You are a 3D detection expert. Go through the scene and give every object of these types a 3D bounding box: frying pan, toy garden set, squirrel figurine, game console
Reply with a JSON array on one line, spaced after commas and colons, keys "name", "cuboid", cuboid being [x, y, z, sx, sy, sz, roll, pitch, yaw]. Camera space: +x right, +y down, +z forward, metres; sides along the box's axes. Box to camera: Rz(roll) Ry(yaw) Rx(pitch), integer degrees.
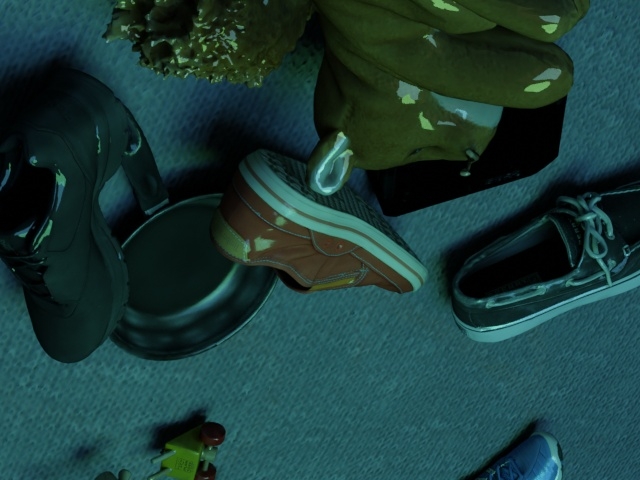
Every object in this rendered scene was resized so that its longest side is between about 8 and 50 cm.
[{"name": "frying pan", "cuboid": [-0.163, 0.004, 1.697, 0.197, 0.053, 0.326, -46, 136, 7]}, {"name": "toy garden set", "cuboid": [-0.204, 0.294, 1.899, 0.244, 0.049, 0.203, -18, 136, -37]}, {"name": "squirrel figurine", "cuboid": [0.029, -0.215, 1.516, 0.397, 0.281, 0.370, 14, 148, -4]}, {"name": "game console", "cuboid": [0.151, -0.190, 1.749, 0.213, 0.044, 0.361, -18, 134, -21]}]

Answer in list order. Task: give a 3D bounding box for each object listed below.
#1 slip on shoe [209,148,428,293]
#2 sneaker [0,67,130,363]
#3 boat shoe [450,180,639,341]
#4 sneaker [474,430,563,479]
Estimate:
[{"name": "slip on shoe", "cuboid": [0.000, 0.000, 1.729, 0.101, 0.123, 0.331, -48, 152, 12]}, {"name": "sneaker", "cuboid": [-0.241, -0.005, 1.569, 0.130, 0.109, 0.286, -45, 144, -48]}, {"name": "boat shoe", "cuboid": [0.277, 0.002, 1.951, 0.306, 0.113, 0.105, -22, 151, -4]}, {"name": "sneaker", "cuboid": [0.217, 0.319, 2.210, 0.081, 0.080, 0.211, 20, 112, -46]}]
